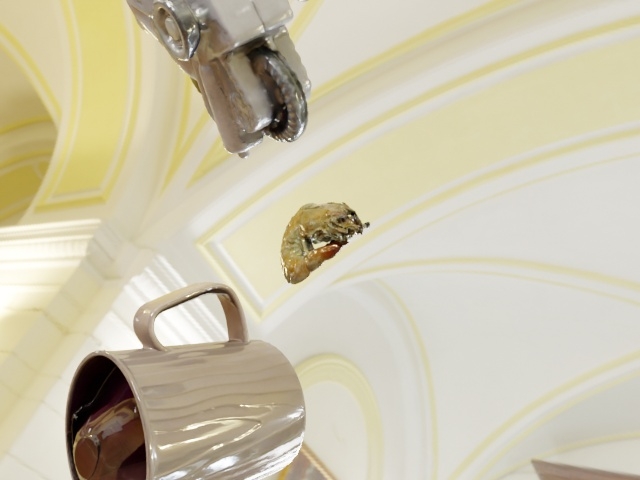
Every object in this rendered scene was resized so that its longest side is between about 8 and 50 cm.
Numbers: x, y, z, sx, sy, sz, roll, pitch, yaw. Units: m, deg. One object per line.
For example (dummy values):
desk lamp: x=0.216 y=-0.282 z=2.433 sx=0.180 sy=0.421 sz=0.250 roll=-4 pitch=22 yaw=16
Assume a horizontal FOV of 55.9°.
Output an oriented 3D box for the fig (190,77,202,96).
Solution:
fig: x=-0.188 y=-0.365 z=1.276 sx=0.191 sy=0.180 sz=0.181 roll=14 pitch=-34 yaw=-14

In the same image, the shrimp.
shrimp: x=0.000 y=0.000 z=0.695 sx=0.042 sy=0.101 sz=0.190 roll=17 pitch=-15 yaw=-26

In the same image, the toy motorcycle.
toy motorcycle: x=-0.096 y=-0.184 z=0.434 sx=0.171 sy=0.110 sz=0.260 roll=7 pitch=-52 yaw=61

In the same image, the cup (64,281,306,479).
cup: x=-0.190 y=0.220 z=0.829 sx=0.273 sy=0.288 sz=0.208 roll=1 pitch=-30 yaw=-47
